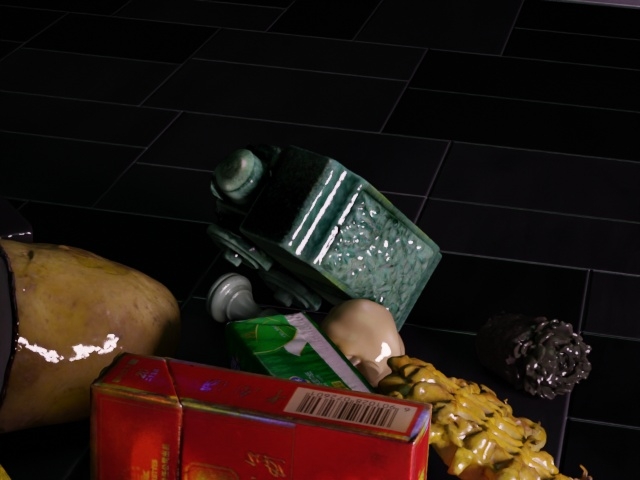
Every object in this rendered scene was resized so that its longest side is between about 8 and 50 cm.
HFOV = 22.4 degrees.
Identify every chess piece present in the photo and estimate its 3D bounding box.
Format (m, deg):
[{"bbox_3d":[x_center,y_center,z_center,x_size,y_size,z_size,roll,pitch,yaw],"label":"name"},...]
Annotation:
[{"bbox_3d":[-0.088,0.090,2.032,0.067,0.067,0.103,-20,41,-42],"label":"chess piece"}]

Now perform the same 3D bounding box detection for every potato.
[{"bbox_3d":[-0.283,0.105,1.830,0.266,0.229,0.229,4,18,-38],"label":"potato"}]

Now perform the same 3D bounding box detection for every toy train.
[{"bbox_3d":[0.000,0.000,2.009,0.238,0.166,0.299,21,-13,45],"label":"toy train"}]

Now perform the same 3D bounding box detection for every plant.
[{"bbox_3d":[0.252,0.132,1.927,0.092,0.094,0.143,-28,31,-32],"label":"plant"}]

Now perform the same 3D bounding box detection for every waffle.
[{"bbox_3d":[0.179,0.207,1.631,0.260,0.069,0.293,30,9,-30],"label":"waffle"}]

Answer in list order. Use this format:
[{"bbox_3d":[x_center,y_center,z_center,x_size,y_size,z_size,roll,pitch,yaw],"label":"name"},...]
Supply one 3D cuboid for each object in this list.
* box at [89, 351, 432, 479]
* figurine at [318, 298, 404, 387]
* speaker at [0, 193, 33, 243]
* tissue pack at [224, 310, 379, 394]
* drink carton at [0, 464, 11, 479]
[{"bbox_3d":[-0.060,0.231,1.526,0.313,0.197,0.089,9,24,15],"label":"box"},{"bbox_3d":[0.010,0.143,1.879,0.196,0.108,0.114,-30,-1,-30],"label":"figurine"},{"bbox_3d":[-0.492,0.029,1.975,0.232,0.184,0.254,-10,28,-27],"label":"speaker"},{"bbox_3d":[-0.041,0.189,1.691,0.156,0.148,0.209,-9,26,-20],"label":"tissue pack"},{"bbox_3d":[-0.392,0.272,1.546,0.200,0.084,0.074,-15,52,-37],"label":"drink carton"}]
